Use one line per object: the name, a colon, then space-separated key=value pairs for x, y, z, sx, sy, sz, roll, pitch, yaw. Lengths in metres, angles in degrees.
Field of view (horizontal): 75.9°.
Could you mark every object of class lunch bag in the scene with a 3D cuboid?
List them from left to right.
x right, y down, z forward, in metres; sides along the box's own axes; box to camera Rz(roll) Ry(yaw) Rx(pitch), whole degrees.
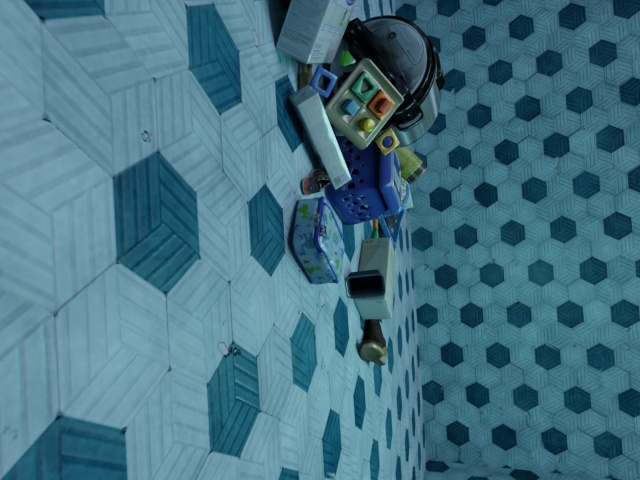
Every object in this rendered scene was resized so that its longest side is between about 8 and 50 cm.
lunch bag: x=0.000 y=0.000 z=1.088 sx=0.218 sy=0.090 sz=0.175 roll=65 pitch=25 yaw=-48

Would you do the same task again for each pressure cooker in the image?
pressure cooker: x=0.220 y=-0.533 z=1.409 sx=0.420 sy=0.371 sz=0.374 roll=18 pitch=89 yaw=-69

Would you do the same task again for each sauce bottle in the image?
sauce bottle: x=0.301 y=-0.392 z=1.762 sx=0.344 sy=0.111 sz=0.111 roll=44 pitch=24 yaw=1

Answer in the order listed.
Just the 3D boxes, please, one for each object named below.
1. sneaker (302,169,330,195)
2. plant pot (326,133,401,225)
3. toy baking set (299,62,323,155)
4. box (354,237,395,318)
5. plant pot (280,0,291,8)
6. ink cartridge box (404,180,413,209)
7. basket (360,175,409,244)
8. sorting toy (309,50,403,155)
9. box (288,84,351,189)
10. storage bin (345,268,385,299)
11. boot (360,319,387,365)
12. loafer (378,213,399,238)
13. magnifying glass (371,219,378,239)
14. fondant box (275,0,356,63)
sneaker: x=0.001 y=-0.162 z=1.154 sx=0.158 sy=0.065 sz=0.061 roll=-56 pitch=138 yaw=-60
plant pot: x=0.157 y=-0.208 z=1.392 sx=0.236 sy=0.213 sz=0.235 roll=50 pitch=39 yaw=-59
toy baking set: x=-0.017 y=-0.386 z=1.203 sx=0.197 sy=0.030 sz=0.255 roll=36 pitch=52 yaw=-65
box: x=0.226 y=0.149 z=1.647 sx=0.310 sy=0.121 sz=0.147 roll=-76 pitch=154 yaw=-42
plant pot: x=-0.061 y=-0.729 z=1.033 sx=0.237 sy=0.110 sz=0.236 roll=-5 pitch=90 yaw=-70
ink cartridge box: x=0.345 y=-0.318 z=2.006 sx=0.306 sy=0.131 sz=0.226 roll=63 pitch=13 yaw=-45
basket: x=0.278 y=-0.157 z=1.737 sx=0.288 sy=0.201 sz=0.254 roll=61 pitch=34 yaw=-34
sorting toy: x=0.129 y=-0.381 z=1.173 sx=0.348 sy=0.196 sz=0.047 roll=35 pitch=9 yaw=-32
box: x=0.007 y=-0.278 z=1.157 sx=0.063 sy=0.067 sz=0.324 roll=53 pitch=-4 yaw=40
storage bin: x=0.163 y=0.153 z=1.466 sx=0.091 sy=0.135 sz=0.098 roll=-65 pitch=147 yaw=-72
boot: x=0.201 y=0.372 z=1.635 sx=0.248 sy=0.090 sz=0.206 roll=54 pitch=24 yaw=-54
loafer: x=0.335 y=-0.107 z=2.106 sx=0.109 sy=0.095 sz=0.302 roll=46 pitch=28 yaw=-15
magnifying glass: x=0.257 y=-0.034 z=1.932 sx=0.092 sy=0.026 sz=0.230 roll=50 pitch=42 yaw=-59
fondant box: x=0.024 y=-0.622 z=1.026 sx=0.330 sy=0.096 sz=0.238 roll=-63 pitch=176 yaw=28
